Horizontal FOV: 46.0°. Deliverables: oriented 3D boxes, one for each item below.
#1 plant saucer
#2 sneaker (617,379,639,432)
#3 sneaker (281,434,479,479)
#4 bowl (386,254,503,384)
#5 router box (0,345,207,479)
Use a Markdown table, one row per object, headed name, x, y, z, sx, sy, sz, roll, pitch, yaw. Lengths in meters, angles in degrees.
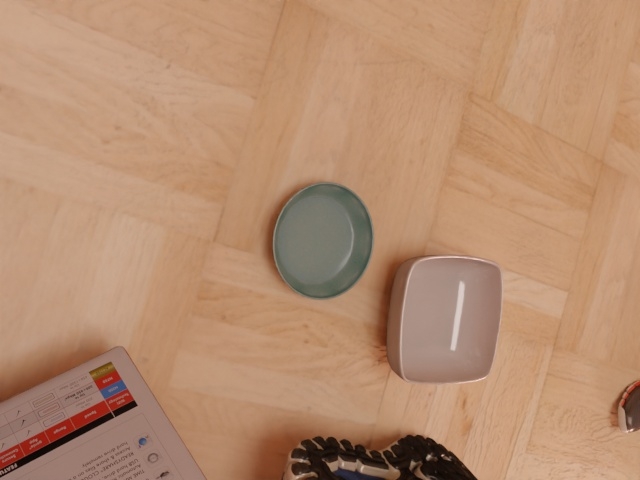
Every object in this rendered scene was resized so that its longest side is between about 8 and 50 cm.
| name | x | y | z | sx | sy | sz | roll | pitch | yaw |
| --- | --- | --- | --- | --- | --- | --- | --- | --- | --- |
| plant saucer | 0.000 | 0.000 | 0.764 | 0.119 | 0.021 | 0.119 | -3 | 96 | -31 |
| sneaker | 0.482 | 0.225 | 1.058 | 0.158 | 0.065 | 0.061 | -23 | 107 | -28 |
| sneaker | 0.068 | 0.296 | 0.796 | 0.330 | 0.130 | 0.147 | 18 | 109 | -38 |
| bowl | 0.131 | 0.083 | 0.835 | 0.142 | 0.053 | 0.142 | 4 | 94 | -32 |
| router box | -0.217 | 0.272 | 0.512 | 0.336 | 0.301 | 0.082 | -25 | 149 | -27 |
